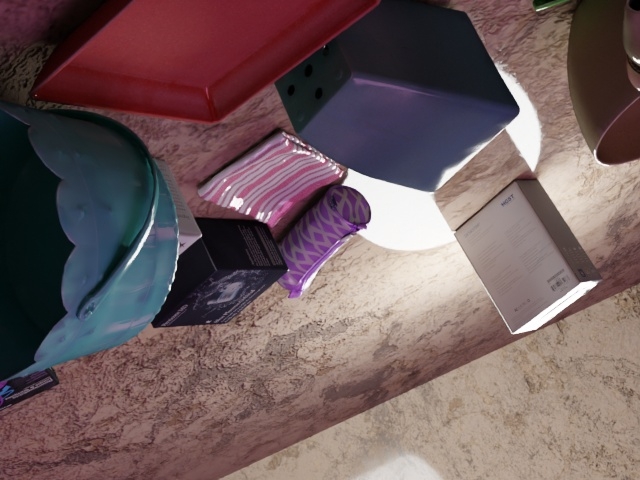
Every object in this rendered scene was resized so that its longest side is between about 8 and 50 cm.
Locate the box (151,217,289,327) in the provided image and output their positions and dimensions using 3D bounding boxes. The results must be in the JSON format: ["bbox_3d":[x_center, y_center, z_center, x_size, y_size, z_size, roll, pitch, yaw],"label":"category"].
[{"bbox_3d":[-0.161,0.049,1.501,0.156,0.093,0.158,-41,154,31],"label":"box"}]

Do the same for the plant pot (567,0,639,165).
[{"bbox_3d":[0.450,-0.263,1.394,0.284,0.191,0.284,-24,159,-10],"label":"plant pot"}]

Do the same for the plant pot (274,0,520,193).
[{"bbox_3d":[0.070,-0.176,1.184,0.234,0.165,0.166,5,142,-42],"label":"plant pot"}]

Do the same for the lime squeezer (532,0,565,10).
[{"bbox_3d":[0.413,-0.374,1.280,0.310,0.059,0.110,-41,156,32],"label":"lime squeezer"}]

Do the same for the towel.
[{"bbox_3d":[-0.063,-0.081,1.408,0.144,0.029,0.197,-35,158,16],"label":"towel"}]

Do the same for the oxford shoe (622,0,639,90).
[{"bbox_3d":[0.488,-0.349,1.182,0.397,0.140,0.146,-53,139,-12],"label":"oxford shoe"}]

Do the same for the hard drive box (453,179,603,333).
[{"bbox_3d":[0.387,0.029,1.932,0.089,0.232,0.181,-5,150,-47],"label":"hard drive box"}]

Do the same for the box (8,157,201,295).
[{"bbox_3d":[-0.273,-0.008,1.194,0.181,0.119,0.182,-39,157,24],"label":"box"}]

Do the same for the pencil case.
[{"bbox_3d":[0.000,0.000,1.591,0.086,0.088,0.206,-6,151,-40],"label":"pencil case"}]

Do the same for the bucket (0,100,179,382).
[{"bbox_3d":[-0.284,-0.003,0.985,0.281,0.281,0.183,-38,165,24],"label":"bucket"}]

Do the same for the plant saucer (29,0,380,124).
[{"bbox_3d":[-0.113,-0.205,0.993,0.259,0.047,0.258,-30,162,34],"label":"plant saucer"}]

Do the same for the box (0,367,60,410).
[{"bbox_3d":[-0.476,0.213,1.579,0.116,0.029,0.162,-24,160,-10],"label":"box"}]
